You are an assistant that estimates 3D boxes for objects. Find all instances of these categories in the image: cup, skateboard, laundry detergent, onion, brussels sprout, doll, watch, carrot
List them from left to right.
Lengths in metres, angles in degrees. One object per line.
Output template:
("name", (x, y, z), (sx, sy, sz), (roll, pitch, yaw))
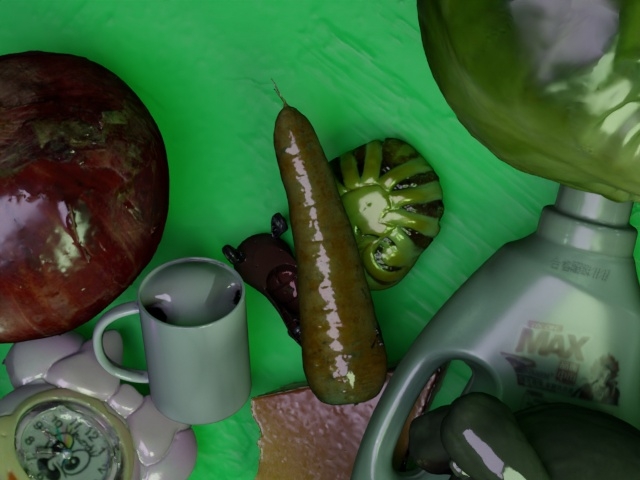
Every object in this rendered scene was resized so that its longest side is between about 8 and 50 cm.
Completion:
("onion", (-0.271, -0.045, 1.647), (0.276, 0.276, 0.276), (3, 102, 15))
("watch", (-0.272, 0.228, 1.748), (0.211, 0.248, 0.217), (44, 135, 2))
("cup", (-0.132, 0.089, 1.692), (0.136, 0.099, 0.133), (16, 134, 20))
("skateboard", (-0.028, 0.056, 1.694), (0.067, 0.080, 0.151), (-32, 75, -15))
("carrot", (0.000, 0.000, 1.604), (0.078, 0.078, 0.298), (-11, 95, 18))
("laundry detergent", (0.182, 0.127, 1.605), (0.264, 0.124, 0.397), (12, 101, -4))
("brussels sprout", (0.235, -0.181, 1.464), (0.355, 0.281, 0.289), (40, 82, -11))
("doll", (0.267, 0.188, 1.471), (0.382, 0.252, 0.378), (37, 73, -9))

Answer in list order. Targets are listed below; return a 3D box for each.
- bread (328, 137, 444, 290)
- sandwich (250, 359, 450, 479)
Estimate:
("bread", (0.047, -0.023, 1.656), (0.139, 0.071, 0.130), (-34, 86, 19))
("sandwich", (0.016, 0.170, 1.709), (0.162, 0.058, 0.193), (23, 105, 11))
